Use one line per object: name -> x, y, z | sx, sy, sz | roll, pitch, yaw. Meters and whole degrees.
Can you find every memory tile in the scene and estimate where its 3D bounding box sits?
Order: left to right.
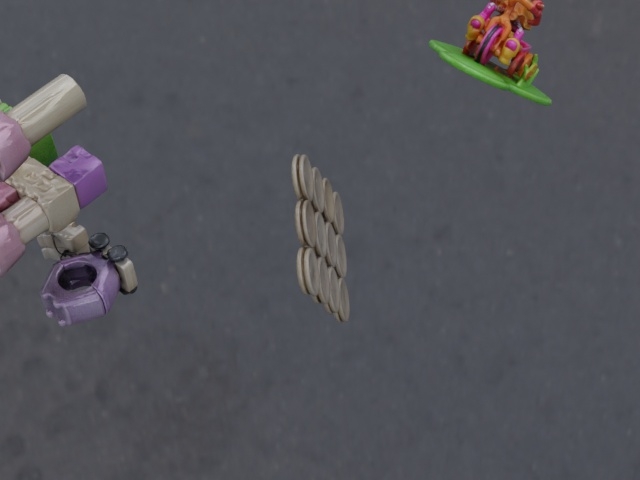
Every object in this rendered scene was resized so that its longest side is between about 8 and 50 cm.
memory tile -> 0.000, 0.000, 1.324 | 0.012, 0.148, 0.113 | -7, 75, 12

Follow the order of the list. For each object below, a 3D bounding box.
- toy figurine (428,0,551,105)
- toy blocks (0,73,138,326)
toy figurine -> 0.187, -0.224, 1.564 | 0.130, 0.159, 0.173 | 30, 12, 15
toy blocks -> -0.395, -0.036, 1.758 | 0.288, 0.309, 0.260 | 30, 57, 32
